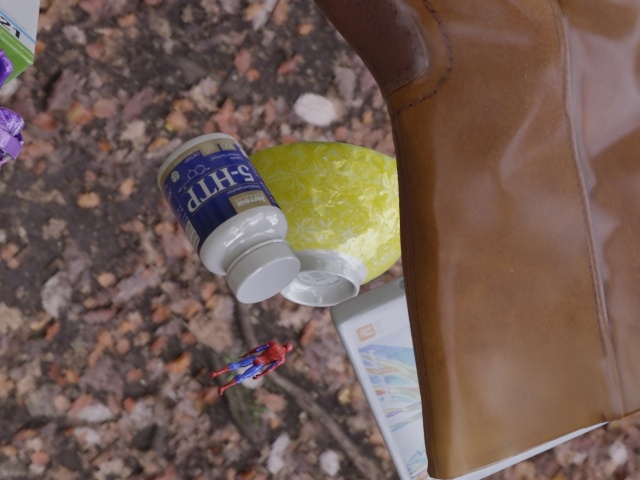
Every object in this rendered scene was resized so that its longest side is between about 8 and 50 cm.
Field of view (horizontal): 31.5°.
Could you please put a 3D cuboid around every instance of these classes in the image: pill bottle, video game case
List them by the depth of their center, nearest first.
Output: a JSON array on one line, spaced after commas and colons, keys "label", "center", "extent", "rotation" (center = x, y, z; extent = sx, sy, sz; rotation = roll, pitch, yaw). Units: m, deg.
[{"label": "video game case", "center": [0.195, 0.136, 1.268], "extent": [0.300, 0.036, 0.329], "rotation": [-24, 129, -2]}, {"label": "pill bottle", "center": [-0.103, -0.024, 1.330], "extent": [0.112, 0.186, 0.112], "rotation": [-27, 154, -14]}]

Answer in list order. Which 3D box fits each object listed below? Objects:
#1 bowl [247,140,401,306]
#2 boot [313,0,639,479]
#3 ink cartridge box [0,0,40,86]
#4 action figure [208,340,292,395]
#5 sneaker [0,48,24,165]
[{"label": "bowl", "center": [0.000, 0.000, 1.610], "extent": [0.289, 0.289, 0.156], "rotation": [42, 42, -49]}, {"label": "boot", "center": [0.020, -0.053, 0.419], "extent": [0.264, 0.096, 0.280], "rotation": [-12, 95, -25]}, {"label": "ink cartridge box", "center": [-0.366, -0.277, 1.087], "extent": [0.097, 0.255, 0.189], "rotation": [-30, 132, 21]}, {"label": "action figure", "center": [-0.086, 0.158, 1.450], "extent": [0.115, 0.038, 0.030], "rotation": [-25, 164, -22]}, {"label": "sneaker", "center": [-0.299, -0.071, 0.943], "extent": [0.105, 0.236, 0.095], "rotation": [-4, 165, -3]}]
